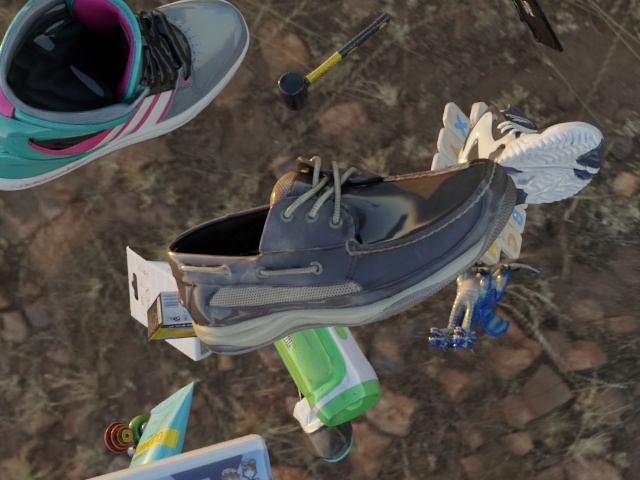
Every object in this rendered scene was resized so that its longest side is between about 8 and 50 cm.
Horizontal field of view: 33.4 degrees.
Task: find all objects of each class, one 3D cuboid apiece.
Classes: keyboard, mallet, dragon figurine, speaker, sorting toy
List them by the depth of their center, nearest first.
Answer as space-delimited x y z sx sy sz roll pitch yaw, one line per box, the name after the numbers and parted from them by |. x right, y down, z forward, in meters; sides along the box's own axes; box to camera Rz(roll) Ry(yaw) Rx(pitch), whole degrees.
0.020 -0.245 1.465 0.189 0.062 0.039 -38 75 -15 | mallet
-0.295 0.314 1.708 0.042 0.102 0.061 -19 83 44 | sorting toy
0.266 0.107 1.763 0.085 0.289 0.144 9 99 31 | dragon figurine
0.352 -0.402 1.778 0.038 0.192 0.100 -42 39 -2 | keyboard
-0.014 0.161 1.812 0.131 0.131 0.296 -38 68 19 | speaker

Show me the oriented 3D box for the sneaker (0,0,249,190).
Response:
-0.164 -0.159 0.903 0.124 0.295 0.178 55 153 0 | sneaker

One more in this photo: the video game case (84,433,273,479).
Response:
-0.115 0.239 0.690 0.201 0.023 0.183 -12 93 -19 | video game case

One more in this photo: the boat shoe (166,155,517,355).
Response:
0.000 0.000 0.958 0.355 0.132 0.130 -23 117 28 | boat shoe

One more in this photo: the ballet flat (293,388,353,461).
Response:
-0.007 0.322 2.011 0.095 0.280 0.096 -36 105 2 | ballet flat

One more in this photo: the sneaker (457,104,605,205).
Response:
0.230 -0.111 1.204 0.235 0.094 0.153 -42 27 54 | sneaker

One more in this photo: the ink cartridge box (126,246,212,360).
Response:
-0.249 0.099 1.764 0.179 0.045 0.145 30 131 38 | ink cartridge box

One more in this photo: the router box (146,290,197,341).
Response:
-0.128 0.094 1.382 0.179 0.133 0.046 -3 77 -17 | router box

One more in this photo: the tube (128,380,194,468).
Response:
-0.153 0.225 0.936 0.080 0.052 0.207 -31 34 39 | tube

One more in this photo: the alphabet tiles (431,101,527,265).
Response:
0.292 -0.104 1.888 0.021 0.278 0.284 -14 47 39 | alphabet tiles
